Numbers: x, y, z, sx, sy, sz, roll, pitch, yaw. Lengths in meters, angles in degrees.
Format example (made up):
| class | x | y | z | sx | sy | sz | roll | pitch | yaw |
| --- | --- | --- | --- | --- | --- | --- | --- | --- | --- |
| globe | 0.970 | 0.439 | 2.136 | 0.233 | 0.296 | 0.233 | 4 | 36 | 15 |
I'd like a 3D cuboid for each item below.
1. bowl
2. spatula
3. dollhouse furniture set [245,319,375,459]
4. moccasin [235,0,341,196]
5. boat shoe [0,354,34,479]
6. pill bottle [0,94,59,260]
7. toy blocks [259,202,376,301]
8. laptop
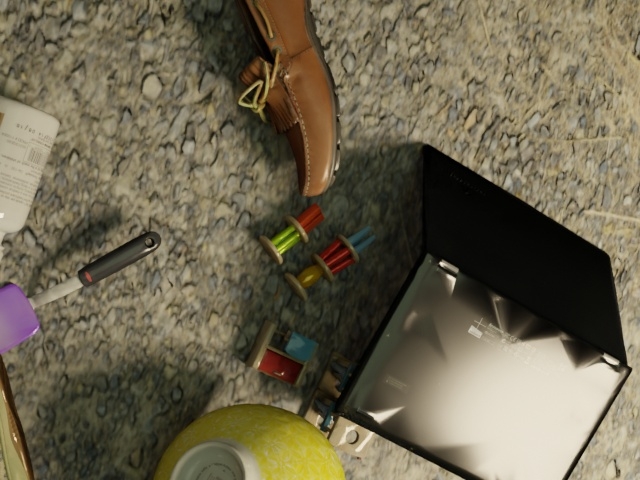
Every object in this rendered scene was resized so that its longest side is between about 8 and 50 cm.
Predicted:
| class | x | y | z | sx | sy | sz | roll | pitch | yaw |
| --- | --- | --- | --- | --- | --- | --- | --- | --- | --- |
| bowl | -0.123 | 0.347 | 1.702 | 0.289 | 0.289 | 0.156 | -57 | 151 | -8 |
| spatula | -0.355 | 0.065 | 1.744 | 0.296 | 0.030 | 0.084 | -28 | 102 | -5 |
| dollhouse furniture set | -0.010 | 0.218 | 1.830 | 0.183 | 0.129 | 0.129 | 26 | 84 | -20 |
| moccasin | -0.063 | -0.246 | 1.785 | 0.147 | 0.139 | 0.380 | -16 | 100 | -11 |
| boat shoe | -0.460 | 0.233 | 1.688 | 0.089 | 0.104 | 0.285 | -14 | 103 | -9 |
| pill bottle | -0.445 | -0.076 | 1.664 | 0.131 | 0.131 | 0.229 | 20 | 86 | -19 |
| toy blocks | 0.000 | 0.000 | 1.862 | 0.148 | 0.054 | 0.123 | -37 | 104 | -14 |
| laptop | 0.247 | 0.131 | 1.889 | 0.382 | 0.236 | 0.408 | 29 | 91 | -17 |
